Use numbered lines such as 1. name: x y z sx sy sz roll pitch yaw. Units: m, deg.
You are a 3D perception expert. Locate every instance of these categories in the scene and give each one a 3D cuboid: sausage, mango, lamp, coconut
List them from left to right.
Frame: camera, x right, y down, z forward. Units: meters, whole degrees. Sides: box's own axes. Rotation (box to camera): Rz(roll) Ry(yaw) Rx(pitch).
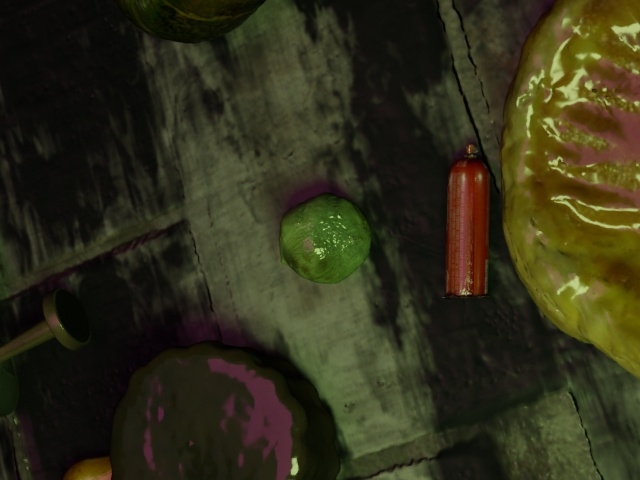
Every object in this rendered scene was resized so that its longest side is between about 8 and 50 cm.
1. lamp: -0.361 0.134 1.546 0.214 0.121 0.121 -27 76 14
2. mango: -0.244 0.264 1.514 0.089 0.046 0.060 -31 74 22
3. coconut: 0.000 0.000 1.353 0.096 0.088 0.088 -33 73 20
4. sausage: 0.136 -0.017 1.293 0.048 0.050 0.145 -177 88 -72

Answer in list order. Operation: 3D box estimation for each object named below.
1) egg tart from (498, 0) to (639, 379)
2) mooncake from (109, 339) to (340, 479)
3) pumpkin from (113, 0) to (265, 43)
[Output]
1. egg tart: 0.325 -0.065 1.116 0.387 0.169 0.388 0 90 34
2. mooncake: -0.091 0.211 1.384 0.228 0.124 0.228 -2 86 26
3. pumpkin: -0.115 -0.331 1.372 0.260 0.189 0.260 21 119 46
